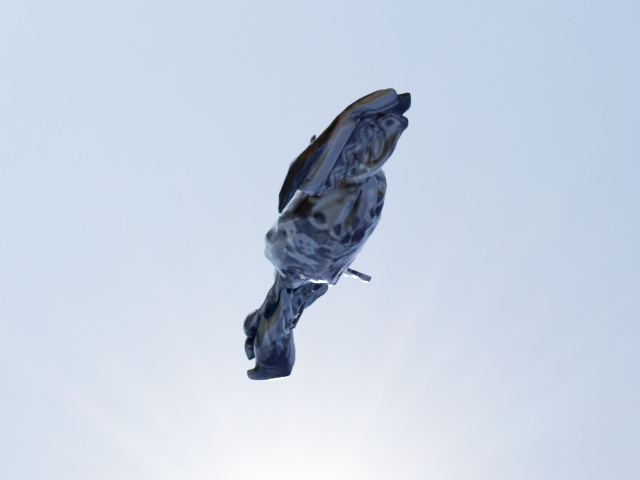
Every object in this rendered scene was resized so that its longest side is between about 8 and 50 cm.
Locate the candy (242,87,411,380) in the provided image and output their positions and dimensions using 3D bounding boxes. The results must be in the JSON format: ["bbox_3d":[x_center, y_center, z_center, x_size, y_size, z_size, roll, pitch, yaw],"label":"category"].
[{"bbox_3d":[-0.001,0.000,0.960,0.094,0.051,0.226,-55,172,-30],"label":"candy"}]
